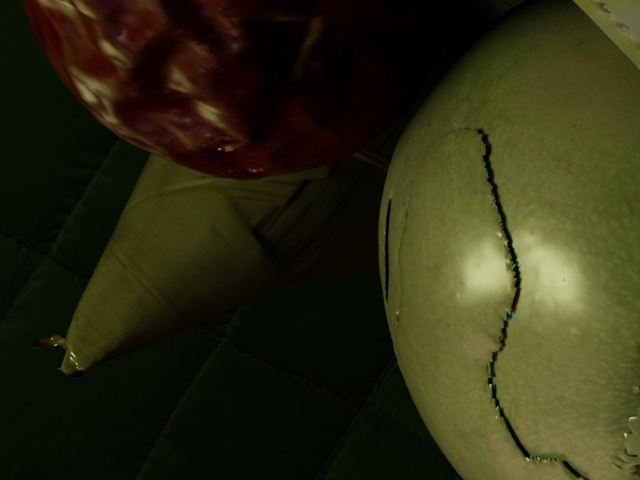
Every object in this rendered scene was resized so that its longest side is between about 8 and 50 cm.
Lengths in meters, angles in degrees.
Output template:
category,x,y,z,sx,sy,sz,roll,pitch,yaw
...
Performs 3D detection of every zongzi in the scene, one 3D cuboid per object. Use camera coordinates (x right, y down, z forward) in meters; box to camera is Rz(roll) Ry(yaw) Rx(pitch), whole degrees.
category,x,y,z,sx,sy,sz,roll,pitch,yaw
zongzi,0.000,0.000,1.090,0.181,0.418,0.447,23,164,32

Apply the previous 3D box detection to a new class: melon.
category,x,y,z,sx,sy,sz,roll,pitch,yaw
melon,0.159,0.010,0.620,0.268,0.268,0.330,31,-165,-1

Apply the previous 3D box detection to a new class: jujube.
category,x,y,z,sx,sy,sz,roll,pitch,yaw
jujube,-0.041,-0.147,0.598,0.223,0.223,0.318,31,174,9

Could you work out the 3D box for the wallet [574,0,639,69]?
category,x,y,z,sx,sy,sz,roll,pitch,yaw
wallet,0.097,-0.116,0.287,0.309,0.077,0.223,33,163,-26
